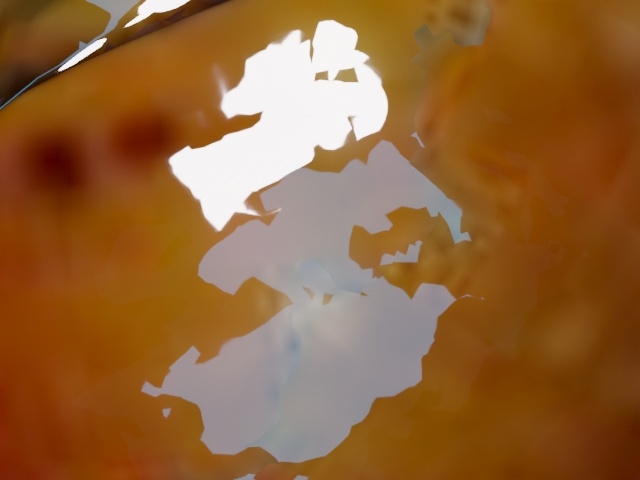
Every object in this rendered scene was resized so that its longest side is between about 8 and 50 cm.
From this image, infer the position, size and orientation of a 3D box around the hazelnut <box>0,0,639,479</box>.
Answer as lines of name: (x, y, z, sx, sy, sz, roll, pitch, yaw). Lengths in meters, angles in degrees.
hazelnut: (0.000, 0.000, 0.585, 0.402, 0.402, 0.429, -25, 142, 6)
